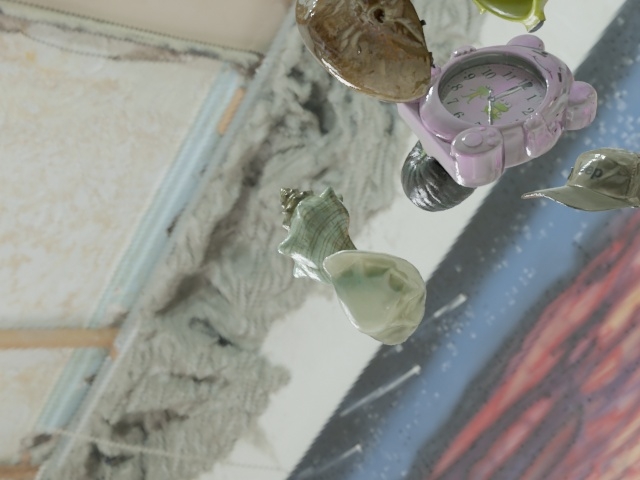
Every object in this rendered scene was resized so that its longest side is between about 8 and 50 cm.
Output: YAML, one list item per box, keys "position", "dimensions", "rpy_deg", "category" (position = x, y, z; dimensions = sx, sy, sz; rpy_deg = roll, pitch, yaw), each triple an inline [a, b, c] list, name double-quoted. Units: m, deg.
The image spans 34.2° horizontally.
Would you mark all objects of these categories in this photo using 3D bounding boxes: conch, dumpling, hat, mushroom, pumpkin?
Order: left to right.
- position: [-0.013, -0.004, 1.596]
  dimensions: [0.114, 0.233, 0.137]
  rpy_deg: [25, -53, -39]
  category: "conch"
- position: [0.039, -0.312, 1.506]
  dimensions: [0.151, 0.285, 0.156]
  rpy_deg: [-14, -31, -24]
  category: "mushroom"
- position: [0.041, 0.034, 0.699]
  dimensions: [0.059, 0.077, 0.043]
  rpy_deg: [-31, -1, 26]
  category: "dumpling"
- position: [0.253, -0.148, 2.086]
  dimensions: [0.140, 0.202, 0.202]
  rpy_deg: [31, -68, -21]
  category: "pumpkin"
- position: [0.559, -0.136, 2.189]
  dimensions: [0.245, 0.214, 0.149]
  rpy_deg: [7, -85, -39]
  category: "hat"

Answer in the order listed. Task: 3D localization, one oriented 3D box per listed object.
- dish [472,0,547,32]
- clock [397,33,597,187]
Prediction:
- position: [0.260, -0.424, 1.381]
  dimensions: [0.108, 0.221, 0.262]
  rpy_deg: [-28, -57, -12]
  category: "dish"
- position: [0.335, -0.261, 1.983]
  dimensions: [0.322, 0.295, 0.113]
  rpy_deg: [-25, -39, -12]
  category: "clock"
